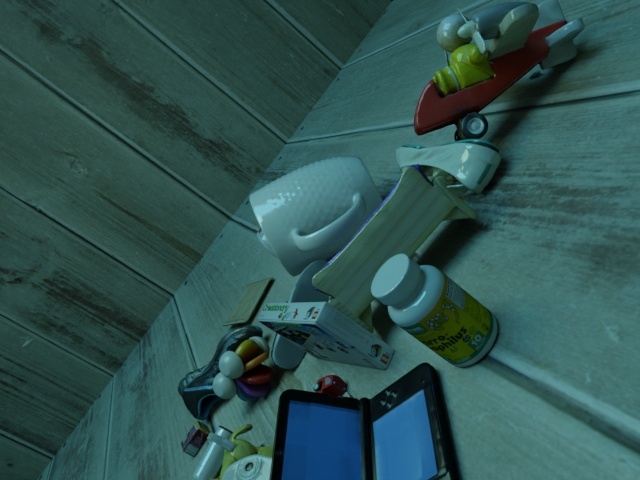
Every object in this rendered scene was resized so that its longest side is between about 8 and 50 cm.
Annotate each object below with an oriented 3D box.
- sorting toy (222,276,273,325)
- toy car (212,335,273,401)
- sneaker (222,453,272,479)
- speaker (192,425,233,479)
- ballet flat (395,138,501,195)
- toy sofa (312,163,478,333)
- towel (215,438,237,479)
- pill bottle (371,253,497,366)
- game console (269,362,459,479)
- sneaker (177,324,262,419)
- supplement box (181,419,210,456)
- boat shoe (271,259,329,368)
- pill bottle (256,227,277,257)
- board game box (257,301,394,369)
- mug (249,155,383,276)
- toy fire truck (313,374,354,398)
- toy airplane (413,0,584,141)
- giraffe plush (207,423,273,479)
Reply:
[{"bbox_3d":[-0.264,0.231,1.985,0.193,0.038,0.208,-20,33,56],"label":"sorting toy"},{"bbox_3d":[-0.192,0.361,1.458,0.159,0.136,0.182,-25,-38,-52],"label":"toy car"},{"bbox_3d":[-0.065,0.456,1.000,0.217,0.121,0.079,-16,36,18],"label":"sneaker"},{"bbox_3d":[-0.268,0.543,1.361,0.055,0.055,0.136,-9,49,62],"label":"speaker"},{"bbox_3d":[0.286,-0.175,1.346,0.139,0.139,0.400,-55,21,-7],"label":"ballet flat"},{"bbox_3d":[0.151,0.012,1.180,0.362,0.177,0.150,-50,1,7],"label":"toy sofa"},{"bbox_3d":[-0.260,0.590,1.377,0.152,0.023,0.113,-52,19,2],"label":"towel"},{"bbox_3d":[0.190,0.115,0.914,0.117,0.208,0.117,-44,21,22],"label":"pill bottle"},{"bbox_3d":[0.063,0.331,0.883,0.250,0.173,0.293,-43,22,25],"label":"game console"},{"bbox_3d":[-0.288,0.407,1.664,0.341,0.125,0.139,-47,47,8],"label":"sneaker"},{"bbox_3d":[-0.370,0.586,1.594,0.083,0.043,0.055,-55,20,-9],"label":"supplement box"},{"bbox_3d":[-0.052,0.196,1.464,0.105,0.113,0.306,-6,65,72],"label":"boat shoe"},{"bbox_3d":[-0.080,-0.076,1.906,0.283,0.161,0.161,-49,20,11],"label":"pill bottle"},{"bbox_3d":[0.000,0.208,1.202,0.305,0.193,0.053,-12,45,60],"label":"board game box"},{"bbox_3d":[0.009,-0.075,1.510,0.328,0.276,0.374,-28,19,4],"label":"mug"},{"bbox_3d":[0.031,0.352,1.103,0.135,0.047,0.192,-36,25,38],"label":"toy fire truck"},{"bbox_3d":[0.397,-0.435,1.259,0.384,0.272,0.386,-37,-6,-39],"label":"toy airplane"},{"bbox_3d":[-0.164,0.512,1.115,0.181,0.210,0.170,-29,-34,-54],"label":"giraffe plush"}]
